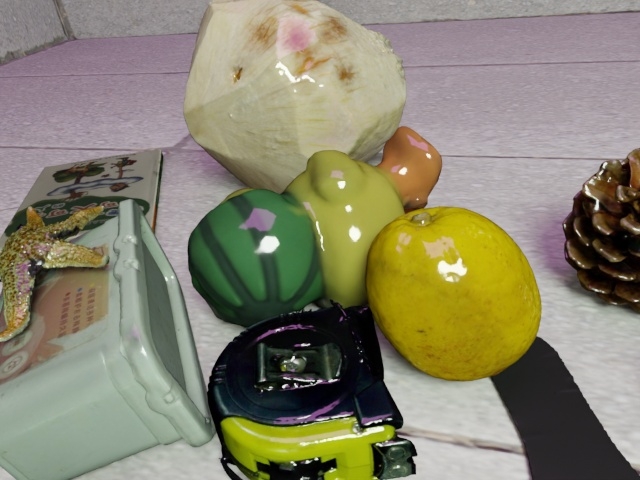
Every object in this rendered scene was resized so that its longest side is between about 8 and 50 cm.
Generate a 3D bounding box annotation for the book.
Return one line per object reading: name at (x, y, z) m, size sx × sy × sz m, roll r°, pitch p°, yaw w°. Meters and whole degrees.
book at (-0.453, -0.087, 0.985) m, size 0.261 × 0.043 × 0.370 m, roll -11°, pitch 34°, yaw -8°

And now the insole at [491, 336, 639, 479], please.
insole at (0.233, 0.211, 0.457) m, size 0.119 × 0.009 × 0.348 m, roll -4°, pitch 34°, yaw 1°

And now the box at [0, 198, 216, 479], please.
box at (-0.255, 0.110, 0.562) m, size 0.183 × 0.175 × 0.311 m, roll -24°, pitch 37°, yaw -9°

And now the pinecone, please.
pinecone at (0.393, -0.015, 0.590) m, size 0.179 × 0.204 × 0.184 m, roll 21°, pitch 59°, yaw 40°

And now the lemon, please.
lemon at (0.139, 0.058, 0.526) m, size 0.170 × 0.207 × 0.170 m, roll -30°, pitch 19°, yaw 11°

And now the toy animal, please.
toy animal at (0.000, 0.003, 0.646) m, size 0.339 × 0.216 × 0.191 m, roll -21°, pitch 63°, yaw -16°

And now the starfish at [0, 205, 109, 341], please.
starfish at (-0.297, 0.022, 0.533) m, size 0.176 × 0.053 × 0.208 m, roll -4°, pitch 48°, yaw 14°

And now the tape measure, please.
tape measure at (-0.019, 0.156, 0.494) m, size 0.186 × 0.112 × 0.199 m, roll -11°, pitch 33°, yaw -4°

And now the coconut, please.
coconut at (-0.060, -0.262, 0.909) m, size 0.416 × 0.344 × 0.415 m, roll -2°, pitch 32°, yaw 1°
